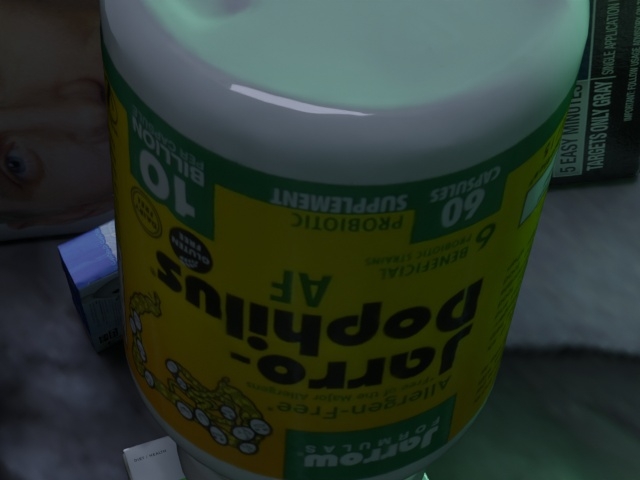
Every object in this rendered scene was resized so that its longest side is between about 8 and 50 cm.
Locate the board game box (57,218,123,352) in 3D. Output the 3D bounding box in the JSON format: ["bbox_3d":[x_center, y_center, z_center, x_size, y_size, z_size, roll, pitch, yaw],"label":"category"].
[{"bbox_3d":[-0.048,0.003,0.528,0.090,0.090,0.020,-26,76,-13],"label":"board game box"}]

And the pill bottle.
[{"bbox_3d":[0.000,0.000,0.417,0.118,0.208,0.117,3,50,-3],"label":"pill bottle"}]

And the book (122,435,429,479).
[{"bbox_3d":[0.003,0.119,0.473,0.096,0.035,0.144,-18,53,-11],"label":"book"}]

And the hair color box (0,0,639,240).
[{"bbox_3d":[-0.054,-0.093,0.548,0.347,0.174,0.105,-6,55,4],"label":"hair color box"}]
